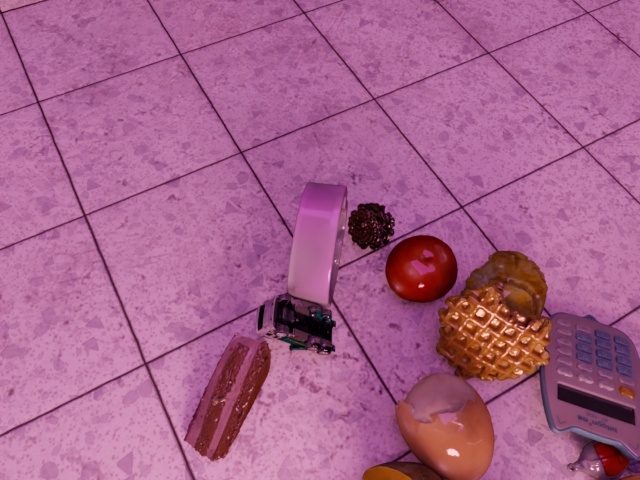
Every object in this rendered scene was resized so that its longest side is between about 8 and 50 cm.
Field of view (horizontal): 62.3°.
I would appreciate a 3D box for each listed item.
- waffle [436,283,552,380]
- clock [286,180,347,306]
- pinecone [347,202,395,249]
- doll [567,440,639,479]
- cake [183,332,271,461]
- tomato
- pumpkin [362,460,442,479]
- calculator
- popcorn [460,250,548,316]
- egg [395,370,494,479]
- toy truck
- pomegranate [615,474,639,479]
[{"bbox_3d":[0.415,0.227,1.282,0.291,0.291,0.051,18,23,8],"label":"waffle"},{"bbox_3d":[0.000,0.000,1.345,0.102,0.338,0.338,9,60,5],"label":"clock"},{"bbox_3d":[0.146,-0.040,1.493,0.121,0.140,0.140,-7,55,-44],"label":"pinecone"},{"bbox_3d":[0.673,0.504,1.230,0.227,0.075,0.102,-10,60,-13],"label":"doll"},{"bbox_3d":[-0.213,0.372,1.273,0.116,0.113,0.295,22,73,16],"label":"cake"},{"bbox_3d":[0.273,0.074,1.422,0.195,0.136,0.195,1,61,-2],"label":"tomato"},{"bbox_3d":[0.204,0.541,1.129,0.217,0.217,0.110,41,43,19],"label":"pumpkin"},{"bbox_3d":[0.668,0.334,1.306,0.256,0.054,0.386,17,49,9],"label":"calculator"},{"bbox_3d":[0.485,0.137,1.374,0.204,0.183,0.221,46,61,-12],"label":"popcorn"},{"bbox_3d":[0.286,0.421,1.192,0.201,0.201,0.244,-24,76,-15],"label":"egg"},{"bbox_3d":[-0.063,0.217,1.308,0.216,0.116,0.110,27,52,-37],"label":"toy truck"},{"bbox_3d":[0.699,0.598,1.103,0.215,0.215,0.215,1,60,-2],"label":"pomegranate"}]
